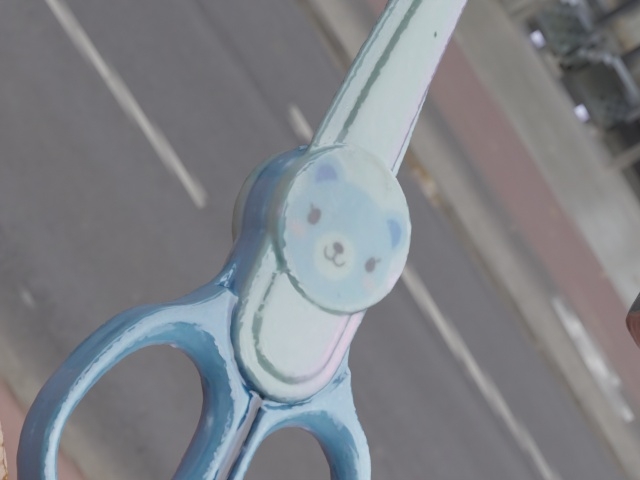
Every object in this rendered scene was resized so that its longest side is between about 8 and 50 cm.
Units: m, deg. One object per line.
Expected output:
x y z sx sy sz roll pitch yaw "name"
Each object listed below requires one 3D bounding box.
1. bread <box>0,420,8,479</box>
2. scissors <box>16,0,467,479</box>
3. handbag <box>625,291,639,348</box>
-0.322 0.167 1.441 0.104 0.199 0.199 10 -35 49 "bread"
0.000 0.000 0.639 0.125 0.256 0.030 36 -20 -31 "scissors"
0.309 -0.023 1.068 0.178 0.275 0.302 45 -7 5 "handbag"
